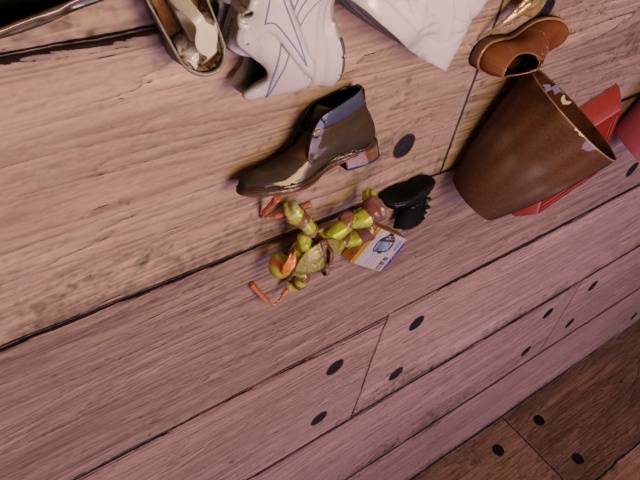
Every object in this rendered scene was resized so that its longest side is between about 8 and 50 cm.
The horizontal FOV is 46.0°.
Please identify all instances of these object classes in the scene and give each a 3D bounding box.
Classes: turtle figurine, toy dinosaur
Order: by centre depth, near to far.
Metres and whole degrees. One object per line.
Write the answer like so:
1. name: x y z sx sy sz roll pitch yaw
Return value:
1. toy dinosaur: 0.317 -0.366 1.130 0.183 0.053 0.092 -40 151 -8
2. turtle figurine: 0.000 0.000 1.165 0.217 0.087 0.269 -29 147 -24

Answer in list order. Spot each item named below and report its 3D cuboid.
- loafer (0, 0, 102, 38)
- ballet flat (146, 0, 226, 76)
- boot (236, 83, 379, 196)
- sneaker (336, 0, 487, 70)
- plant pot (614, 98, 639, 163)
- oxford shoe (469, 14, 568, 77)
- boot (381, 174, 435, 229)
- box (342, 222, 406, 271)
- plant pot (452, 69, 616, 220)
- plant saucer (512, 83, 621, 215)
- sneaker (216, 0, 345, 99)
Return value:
1. loafer: -0.178 -0.233 0.609 0.267 0.084 0.096 -31 127 -3
2. ballet flat: -0.137 -0.241 0.718 0.072 0.068 0.213 -38 149 -10
3. boot: -0.022 -0.134 1.012 0.219 0.082 0.106 -23 122 -25
4. sneaker: 0.126 -0.320 0.915 0.169 0.108 0.292 -56 158 17
5. plant pot: 0.778 -0.260 1.704 0.180 0.201 0.201 -40 154 24
6. oxford shoe: 0.337 -0.302 1.213 0.212 0.076 0.076 -28 145 -29
7. boot: 0.147 -0.058 1.319 0.121 0.045 0.099 -25 148 -32
8. box: 0.102 0.012 1.366 0.081 0.028 0.136 -51 152 12
9. plant pot: 0.354 -0.147 1.326 0.230 0.215 0.215 -43 153 27
10. plant saucer: 0.547 -0.181 1.646 0.259 0.048 0.258 -31 147 -21
11. sneaker: -0.045 -0.255 0.780 0.129 0.111 0.297 -28 146 -16
